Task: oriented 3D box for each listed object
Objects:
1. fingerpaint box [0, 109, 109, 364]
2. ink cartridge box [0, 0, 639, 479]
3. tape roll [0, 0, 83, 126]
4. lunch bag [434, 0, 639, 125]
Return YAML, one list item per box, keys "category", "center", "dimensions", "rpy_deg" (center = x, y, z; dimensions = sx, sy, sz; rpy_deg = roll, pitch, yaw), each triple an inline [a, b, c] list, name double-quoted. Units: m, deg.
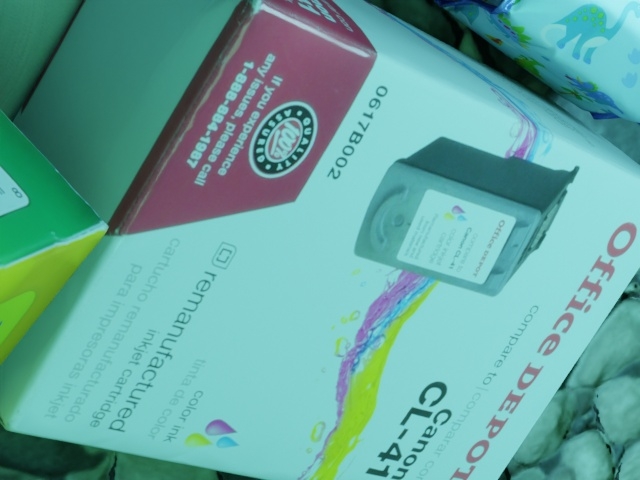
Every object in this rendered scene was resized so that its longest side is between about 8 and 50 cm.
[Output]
- category: "fingerpaint box"
  center: [-0.333, 0.112, 0.462]
  dimensions: [0.163, 0.445, 0.371]
  rpy_deg: [46, 120, 7]
- category: "ink cartridge box"
  center: [0.000, 0.000, 0.728]
  dimensions: [0.306, 0.131, 0.226]
  rpy_deg: [19, 109, -39]
- category: "tape roll"
  center: [-0.222, -0.124, 0.665]
  dimensions: [0.219, 0.072, 0.219]
  rpy_deg: [-7, 117, -14]
- category: "lunch bag"
  center: [0.160, -0.153, 0.771]
  dimensions: [0.129, 0.096, 0.151]
  rpy_deg: [32, 87, -26]
